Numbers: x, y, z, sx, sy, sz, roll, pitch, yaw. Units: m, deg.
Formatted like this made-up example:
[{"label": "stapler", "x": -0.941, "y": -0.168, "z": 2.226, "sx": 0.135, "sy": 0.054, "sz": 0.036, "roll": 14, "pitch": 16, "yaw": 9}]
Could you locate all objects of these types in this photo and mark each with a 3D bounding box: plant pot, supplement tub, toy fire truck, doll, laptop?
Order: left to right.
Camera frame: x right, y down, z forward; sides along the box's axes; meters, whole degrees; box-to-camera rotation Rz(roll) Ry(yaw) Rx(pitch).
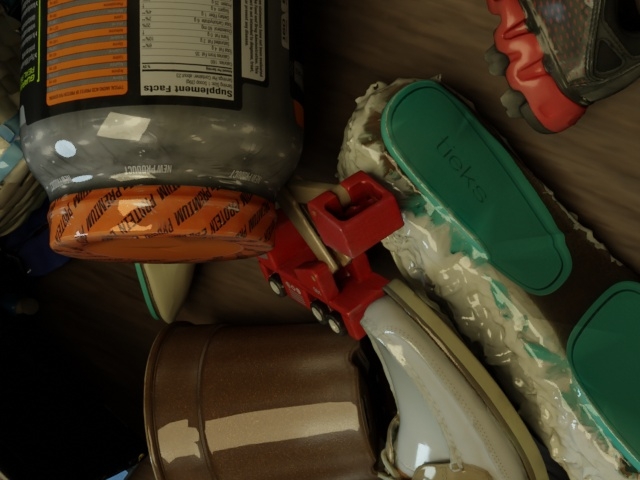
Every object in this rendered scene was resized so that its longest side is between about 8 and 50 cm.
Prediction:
[{"label": "laptop", "x": -0.365, "y": 0.135, "z": 1.117, "sx": 0.382, "sy": 0.408, "sz": 0.236, "roll": 41, "pitch": 95, "yaw": 7}, {"label": "doll", "x": -0.276, "y": 0.004, "z": 1.178, "sx": 0.189, "sy": 0.046, "sz": 0.129, "roll": -30, "pitch": 86, "yaw": 31}, {"label": "supplement tub", "x": -0.108, "y": -0.148, "z": 0.925, "sx": 0.194, "sy": 0.193, "sz": 0.316, "roll": -4, "pitch": 81, "yaw": 25}, {"label": "plant pot", "x": -0.027, "y": 0.133, "z": 1.051, "sx": 0.165, "sy": 0.167, "sz": 0.167, "roll": -10, "pitch": 101, "yaw": 17}, {"label": "toy fire truck", "x": 0.000, "y": 0.000, "z": 0.980, "sx": 0.192, "sy": 0.047, "sz": 0.135, "roll": 30, "pitch": 148, "yaw": 52}]

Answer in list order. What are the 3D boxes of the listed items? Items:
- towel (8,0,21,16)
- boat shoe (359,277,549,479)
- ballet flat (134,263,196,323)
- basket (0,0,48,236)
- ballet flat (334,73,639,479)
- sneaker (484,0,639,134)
[{"label": "towel", "x": -0.384, "y": -0.243, "z": 1.158, "sx": 0.271, "sy": 0.040, "sz": 0.370, "roll": 45, "pitch": 117, "yaw": 5}, {"label": "boat shoe", "x": 0.099, "y": 0.166, "z": 0.963, "sx": 0.103, "sy": 0.113, "sz": 0.302, "roll": -34, "pitch": 115, "yaw": -4}, {"label": "ballet flat", "x": -0.129, "y": -0.057, "z": 1.082, "sx": 0.086, "sy": 0.086, "sz": 0.248, "roll": -12, "pitch": 99, "yaw": 26}, {"label": "basket", "x": -0.333, "y": -0.123, "z": 1.012, "sx": 0.201, "sy": 0.255, "sz": 0.289, "roll": -42, "pitch": 91, "yaw": 14}, {"label": "ballet flat", "x": 0.157, "y": 0.057, "z": 0.975, "sx": 0.147, "sy": 0.147, "sz": 0.409, "roll": -41, "pitch": 84, "yaw": 28}, {"label": "sneaker", "x": 0.149, "y": -0.215, "z": 0.897, "sx": 0.135, "sy": 0.097, "sz": 0.276, "roll": -21, "pitch": 98, "yaw": 28}]
